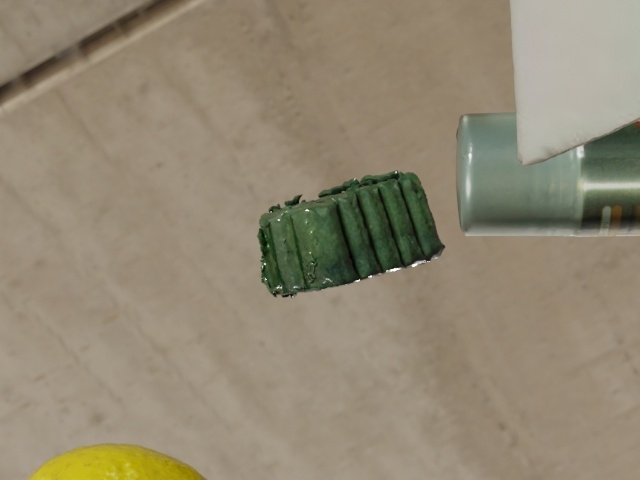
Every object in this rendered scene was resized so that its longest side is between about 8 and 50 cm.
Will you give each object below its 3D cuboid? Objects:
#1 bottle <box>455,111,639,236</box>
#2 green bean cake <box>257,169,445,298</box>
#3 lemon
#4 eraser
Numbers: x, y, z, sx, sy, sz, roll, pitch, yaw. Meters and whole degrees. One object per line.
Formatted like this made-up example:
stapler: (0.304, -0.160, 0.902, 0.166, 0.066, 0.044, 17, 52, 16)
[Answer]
bottle: (0.228, -0.043, 0.928, 0.082, 0.286, 0.082, -1, -90, -86)
green bean cake: (0.000, 0.000, 1.583, 0.208, 0.193, 0.107, -20, -82, -47)
lemon: (-0.175, 0.269, 1.332, 0.207, 0.170, 0.170, 15, -156, -15)
eraser: (0.207, -0.211, 0.785, 0.397, 0.082, 0.213, -44, -44, -48)
